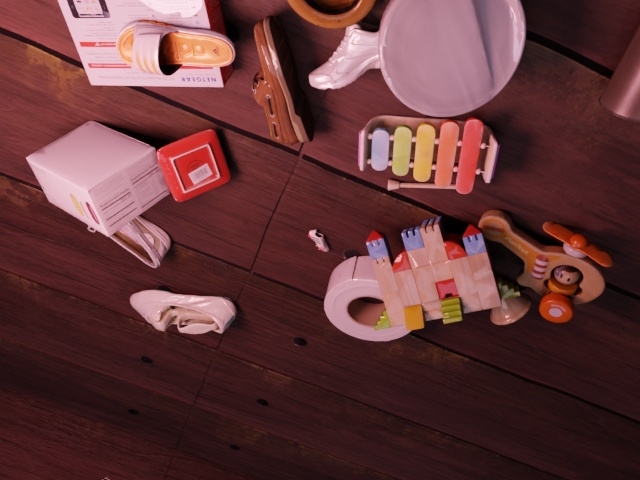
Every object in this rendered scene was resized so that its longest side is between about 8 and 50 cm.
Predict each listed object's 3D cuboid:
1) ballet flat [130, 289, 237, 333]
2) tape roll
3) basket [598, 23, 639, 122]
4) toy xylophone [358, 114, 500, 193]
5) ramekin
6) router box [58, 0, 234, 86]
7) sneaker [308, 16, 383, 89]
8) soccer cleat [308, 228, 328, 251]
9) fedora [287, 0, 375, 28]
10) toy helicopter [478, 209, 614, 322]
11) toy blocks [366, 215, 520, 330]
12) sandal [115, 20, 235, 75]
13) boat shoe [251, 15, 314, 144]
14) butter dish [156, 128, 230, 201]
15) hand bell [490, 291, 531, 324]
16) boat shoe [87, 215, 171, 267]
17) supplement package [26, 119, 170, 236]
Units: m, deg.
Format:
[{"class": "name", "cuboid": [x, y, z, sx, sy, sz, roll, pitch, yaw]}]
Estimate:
[{"class": "ballet flat", "cuboid": [-0.483, 0.247, 1.946, 0.399, 0.139, 0.139, 2, 134, 13]}, {"class": "tape roll", "cuboid": [0.155, 0.177, 1.726, 0.286, 0.100, 0.286, 8, 135, 8]}, {"class": "basket", "cuboid": [0.647, -0.344, 1.051, 0.204, 0.154, 0.227, 8, 131, 11]}, {"class": "toy xylophone", "cuboid": [0.251, -0.192, 1.351, 0.322, 0.081, 0.236, 1, 134, 15]}, {"class": "ramekin", "cuboid": [0.234, -0.381, 1.089, 0.272, 0.127, 0.273, -3, 119, -5]}, {"class": "router box", "cuboid": [-0.381, -0.484, 1.237, 0.335, 0.082, 0.301, 5, 135, 11]}, {"class": "sneaker", "cuboid": [0.068, -0.401, 1.206, 0.232, 0.090, 0.115, -21, 119, 20]}, {"class": "soccer cleat", "cuboid": [0.000, 0.000, 1.645, 0.035, 0.029, 0.083, -25, 118, 38]}, {"class": "fedora", "cuboid": [0.019, -0.508, 1.107, 0.194, 0.079, 0.194, 4, 138, 4]}, {"class": "toy helicopter", "cuboid": [0.563, 0.033, 1.458, 0.355, 0.140, 0.235, 35, 140, -2]}, {"class": "toy blocks", "cuboid": [0.292, 0.063, 1.495, 0.381, 0.191, 0.261, -14, 99, 20]}, {"class": "sandal", "cuboid": [-0.311, -0.391, 1.194, 0.265, 0.076, 0.102, 4, 134, 11]}, {"class": "boat shoe", "cuboid": [-0.104, -0.339, 1.283, 0.104, 0.111, 0.307, -4, 132, 17]}, {"class": "butter dish", "cuboid": [-0.335, -0.206, 1.481, 0.160, 0.118, 0.160, -26, 128, -16]}, {"class": "hand bell", "cuboid": [0.464, 0.102, 1.584, 0.126, 0.126, 0.242, -26, 110, 34]}, {"class": "boat shoe", "cuboid": [-0.598, -0.039, 1.716, 0.320, 0.103, 0.118, 38, 131, -21]}, {"class": "supplement package", "cuboid": [-0.554, -0.163, 1.447, 0.261, 0.204, 0.145, 24, 141, 30]}]
